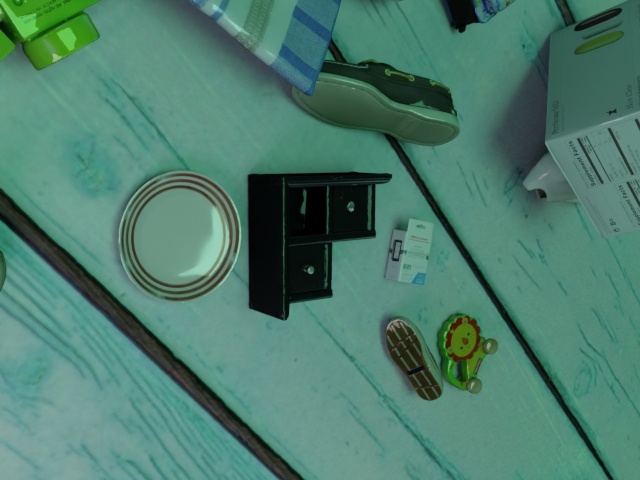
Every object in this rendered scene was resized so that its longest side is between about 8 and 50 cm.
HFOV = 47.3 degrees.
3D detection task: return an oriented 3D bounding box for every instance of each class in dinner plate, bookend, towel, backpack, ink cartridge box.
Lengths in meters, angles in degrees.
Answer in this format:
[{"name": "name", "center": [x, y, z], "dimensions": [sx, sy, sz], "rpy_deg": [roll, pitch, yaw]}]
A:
[{"name": "dinner plate", "center": [-0.147, -0.004, 0.771], "dimensions": [0.141, 0.017, 0.141], "rpy_deg": [-6, 100, -37]}, {"name": "bookend", "center": [0.000, 0.000, 0.847], "dimensions": [0.156, 0.072, 0.157], "rpy_deg": [-4, 99, -37]}, {"name": "towel", "center": [-0.080, -0.306, 0.736], "dimensions": [0.285, 0.034, 0.209], "rpy_deg": [36, 57, -35]}, {"name": "backpack", "center": [0.219, -0.349, 0.957], "dimensions": [0.114, 0.084, 0.105], "rpy_deg": [-45, 122, -27]}, {"name": "ink cartridge box", "center": [0.118, 0.014, 0.964], "dimensions": [0.048, 0.028, 0.083], "rpy_deg": [10, 90, -37]}]

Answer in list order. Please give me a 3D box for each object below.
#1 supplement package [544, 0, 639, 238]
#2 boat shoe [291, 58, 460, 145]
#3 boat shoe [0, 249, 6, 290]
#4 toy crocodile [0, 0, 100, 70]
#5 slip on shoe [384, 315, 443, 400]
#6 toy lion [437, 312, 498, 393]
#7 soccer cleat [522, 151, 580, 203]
[{"name": "supplement package", "center": [0.430, -0.176, 1.039], "dimensions": [0.204, 0.145, 0.262], "rpy_deg": [47, 41, -31]}, {"name": "boat shoe", "center": [0.067, -0.174, 0.875], "dimensions": [0.228, 0.081, 0.068], "rpy_deg": [12, 63, -30]}, {"name": "boat shoe", "center": [-0.355, 0.109, 0.575], "dimensions": [0.104, 0.089, 0.285], "rpy_deg": [34, 72, -20]}, {"name": "toy crocodile", "center": [-0.291, -0.167, 0.600], "dimensions": [0.340, 0.105, 0.115], "rpy_deg": [-48, 120, -27]}, {"name": "slip on shoe", "center": [0.128, 0.153, 0.985], "dimensions": [0.135, 0.051, 0.041], "rpy_deg": [57, 24, -18]}, {"name": "toy lion", "center": [0.203, 0.159, 1.048], "dimensions": [0.096, 0.034, 0.100], "rpy_deg": [29, 79, -28]}, {"name": "soccer cleat", "center": [0.374, -0.087, 1.127], "dimensions": [0.076, 0.068, 0.196], "rpy_deg": [-41, 146, 24]}]
